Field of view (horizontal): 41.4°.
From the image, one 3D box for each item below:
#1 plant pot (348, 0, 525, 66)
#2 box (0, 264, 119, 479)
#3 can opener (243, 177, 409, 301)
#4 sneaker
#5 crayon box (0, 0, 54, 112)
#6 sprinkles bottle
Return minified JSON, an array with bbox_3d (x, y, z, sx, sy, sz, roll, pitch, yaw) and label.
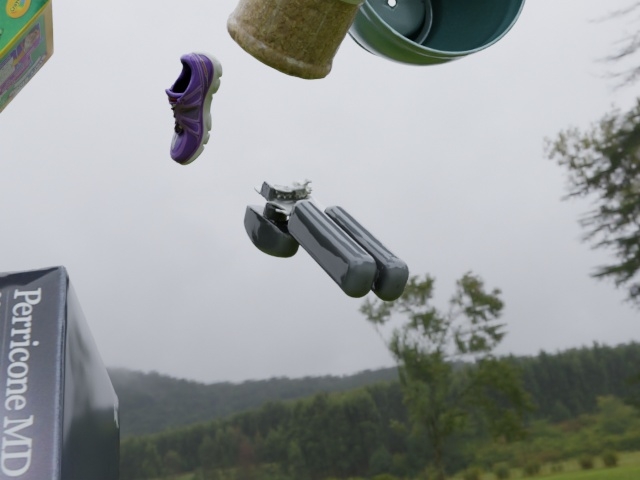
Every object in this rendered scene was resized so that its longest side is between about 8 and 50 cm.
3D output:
[{"bbox_3d":[0.138,-0.389,1.285,0.293,0.293,0.196,-7,-6,-20],"label":"plant pot"},{"bbox_3d":[-0.254,0.186,0.402,0.294,0.296,0.182,-5,-34,-8],"label":"box"},{"bbox_3d":[0.000,0.000,0.907,0.074,0.093,0.280,6,17,-28],"label":"can opener"},{"bbox_3d":[-0.198,-0.193,1.225,0.071,0.170,0.068,-4,26,-43],"label":"sneaker"},{"bbox_3d":[-0.475,-0.217,1.137,0.081,0.278,0.165,36,-21,-5],"label":"crayon box"},{"bbox_3d":[0.033,-0.330,0.796,0.121,0.121,0.355,1,-51,-43],"label":"sprinkles bottle"}]
